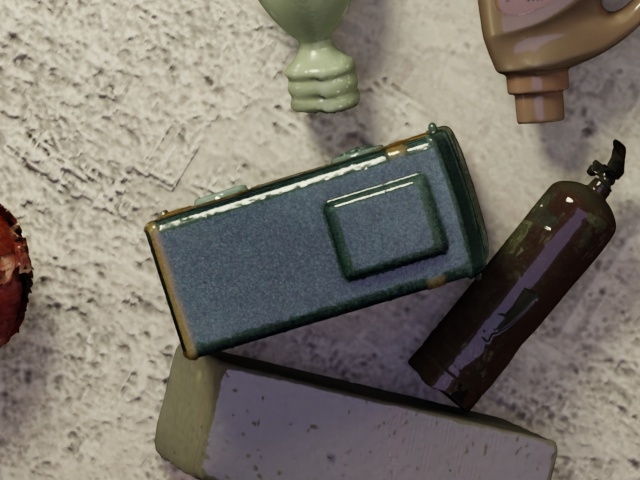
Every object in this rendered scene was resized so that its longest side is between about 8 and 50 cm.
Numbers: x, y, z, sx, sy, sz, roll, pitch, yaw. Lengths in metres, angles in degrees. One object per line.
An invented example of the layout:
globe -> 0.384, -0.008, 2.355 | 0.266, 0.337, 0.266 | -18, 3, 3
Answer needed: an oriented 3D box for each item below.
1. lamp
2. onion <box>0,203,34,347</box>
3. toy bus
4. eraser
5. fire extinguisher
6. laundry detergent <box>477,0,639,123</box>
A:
lamp -> -0.011, -0.206, 1.649 | 0.106, 0.106, 0.193 | -7, 105, 5
onion -> -0.344, 0.035, 1.671 | 0.184, 0.147, 0.184 | 4, 104, 16
toy bus -> 0.000, 0.000, 1.629 | 0.275, 0.167, 0.138 | -17, 94, 5
eraser -> 0.026, 0.185, 1.692 | 0.352, 0.077, 0.111 | 13, 94, 4
fire extinguisher -> 0.182, 0.026, 1.656 | 0.072, 0.089, 0.267 | 41, 98, 21
laundry detergent -> 0.218, -0.223, 1.636 | 0.171, 0.076, 0.237 | -6, 95, 5
